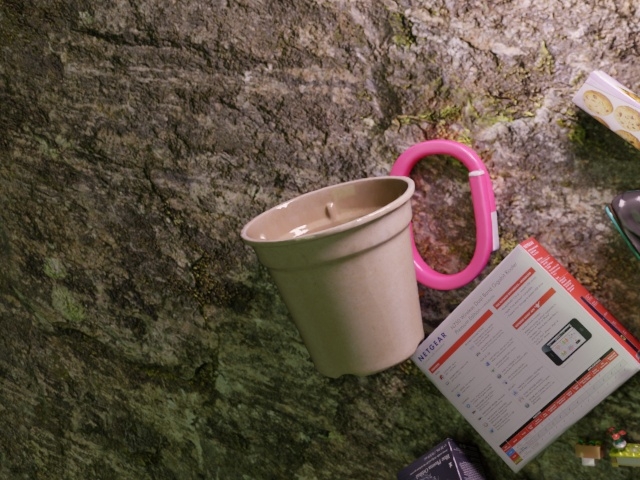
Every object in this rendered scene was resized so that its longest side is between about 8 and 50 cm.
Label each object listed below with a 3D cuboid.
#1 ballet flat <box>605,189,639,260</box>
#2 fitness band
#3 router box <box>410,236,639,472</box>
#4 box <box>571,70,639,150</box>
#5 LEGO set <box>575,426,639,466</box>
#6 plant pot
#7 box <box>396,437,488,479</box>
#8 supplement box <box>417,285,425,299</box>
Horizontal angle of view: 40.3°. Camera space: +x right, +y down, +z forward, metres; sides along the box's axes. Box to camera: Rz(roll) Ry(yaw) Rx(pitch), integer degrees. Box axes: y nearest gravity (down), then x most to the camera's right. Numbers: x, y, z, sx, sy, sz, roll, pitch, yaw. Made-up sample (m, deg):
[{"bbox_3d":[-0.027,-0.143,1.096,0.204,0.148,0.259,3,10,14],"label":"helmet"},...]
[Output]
[{"bbox_3d":[0.583,0.040,1.465,0.096,0.095,0.280,-28,86,24],"label":"ballet flat"},{"bbox_3d":[0.232,-0.049,1.681,0.209,0.054,0.291,-4,97,32],"label":"fitness band"},{"bbox_3d":[0.381,0.215,1.629,0.301,0.082,0.335,48,120,14],"label":"router box"},{"bbox_3d":[0.569,-0.166,1.443,0.324,0.063,0.067,42,120,17],"label":"box"},{"bbox_3d":[0.566,0.366,1.505,0.287,0.132,0.107,28,141,62],"label":"LEGO set"},{"bbox_3d":[0.054,0.076,1.644,0.334,0.334,0.305,-7,109,32],"label":"plant pot"},{"bbox_3d":[0.250,0.502,1.725,0.156,0.093,0.158,-44,42,30],"label":"box"},{"bbox_3d":[0.154,0.098,1.770,0.098,0.036,0.062,43,119,17],"label":"supplement box"}]
